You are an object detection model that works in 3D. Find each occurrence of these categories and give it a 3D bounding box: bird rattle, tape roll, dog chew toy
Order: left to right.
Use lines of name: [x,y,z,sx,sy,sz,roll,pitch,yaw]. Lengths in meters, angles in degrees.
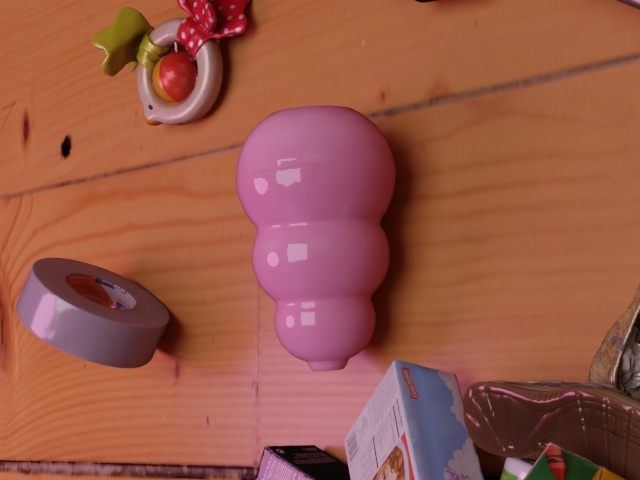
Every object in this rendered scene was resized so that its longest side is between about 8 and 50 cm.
tape roll: [-0.341,0.107,1.724,0.219,0.219,0.072,35,105,39]
bird rattle: [-0.212,-0.284,1.781,0.253,0.143,0.207,-9,88,27]
dog chew toy: [0.000,0.000,1.472,0.206,0.206,0.332,-7,86,40]

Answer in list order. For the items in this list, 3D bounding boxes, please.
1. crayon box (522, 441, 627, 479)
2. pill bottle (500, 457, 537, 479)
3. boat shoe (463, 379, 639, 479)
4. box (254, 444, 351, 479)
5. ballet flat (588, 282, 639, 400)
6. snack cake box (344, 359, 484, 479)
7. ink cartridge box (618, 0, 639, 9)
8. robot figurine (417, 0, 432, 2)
crayon box: [0.303,0.348,1.067,0.318,0.081,0.202,28,125,6]
pill bottle: [0.238,0.361,1.226,0.136,0.136,0.246,14,91,42]
boat shoe: [0.269,0.185,1.154,0.285,0.089,0.105,11,106,52]
box: [-0.018,0.418,1.460,0.184,0.103,0.261,26,102,44]
ballet flat: [0.384,0.046,1.164,0.123,0.123,0.349,37,109,39]
snack cake box: [0.109,0.285,1.298,0.264,0.089,0.152,-99,31,-50]
ink cartridge box: [0.377,-0.396,1.257,0.201,0.117,0.278,36,105,39]
robot figurine: [0.140,-0.428,1.431,0.278,0.173,0.209,-6,66,40]
